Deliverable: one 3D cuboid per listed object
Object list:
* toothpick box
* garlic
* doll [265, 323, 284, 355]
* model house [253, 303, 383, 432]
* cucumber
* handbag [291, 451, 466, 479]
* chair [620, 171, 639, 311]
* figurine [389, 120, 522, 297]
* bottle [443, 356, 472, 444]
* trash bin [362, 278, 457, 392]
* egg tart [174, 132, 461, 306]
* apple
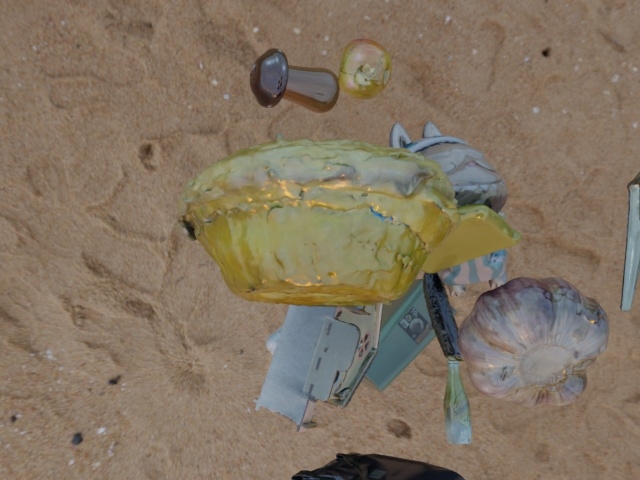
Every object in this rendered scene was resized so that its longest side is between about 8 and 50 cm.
[{"bbox_3d":[-0.091,-0.522,1.912,0.294,0.192,0.192,5,76,-33],"label":"toothpick box"},{"bbox_3d":[0.342,0.159,0.938,0.244,0.161,0.245,0,114,0],"label":"garlic"},{"bbox_3d":[-0.079,0.327,1.658,0.110,0.107,0.181,-36,59,-3],"label":"doll"},{"bbox_3d":[0.030,0.211,1.156,0.169,0.244,0.326,15,83,25],"label":"model house"},{"bbox_3d":[0.298,0.181,1.402,0.067,0.067,0.246,-16,76,-15],"label":"cucumber"},{"bbox_3d":[0.059,0.353,0.775,0.254,0.210,0.089,-3,95,-53],"label":"handbag"},{"bbox_3d":[0.561,-0.009,0.823,0.203,0.190,0.275,1,93,18],"label":"chair"},{"bbox_3d":[0.303,-0.116,1.304,0.266,0.361,0.378,-10,59,22],"label":"figurine"},{"bbox_3d":[0.424,0.496,1.793,0.083,0.083,0.270,-2,80,-13],"label":"bottle"},{"bbox_3d":[0.237,0.301,1.805,0.158,0.223,0.343,44,76,-5],"label":"trash bin"},{"bbox_3d":[0.000,0.000,0.749,0.387,0.388,0.169,2,75,-12],"label":"egg tart"},{"bbox_3d":[0.110,-0.413,1.385,0.146,0.146,0.147,3,78,-12],"label":"apple"}]
